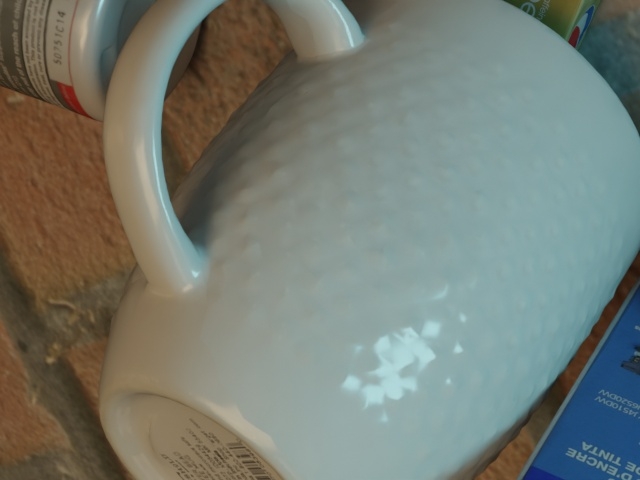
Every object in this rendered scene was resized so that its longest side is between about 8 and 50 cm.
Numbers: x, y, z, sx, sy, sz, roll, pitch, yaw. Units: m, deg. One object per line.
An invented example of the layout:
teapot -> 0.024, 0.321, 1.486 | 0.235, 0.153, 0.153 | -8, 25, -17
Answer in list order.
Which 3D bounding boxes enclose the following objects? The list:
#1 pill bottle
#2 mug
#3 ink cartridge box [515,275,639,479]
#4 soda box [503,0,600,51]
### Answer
pill bottle -> -0.246, -0.204, 1.144 | 0.283, 0.161, 0.161 | 20, 123, 21
mug -> 0.000, 0.000, 0.932 | 0.276, 0.328, 0.374 | 1, 131, 44
ink cartridge box -> 0.186, 0.227, 0.958 | 0.151, 0.395, 0.270 | 25, 125, 18
soda box -> 0.157, -0.175, 0.980 | 0.058, 0.061, 0.181 | 31, 126, 14
